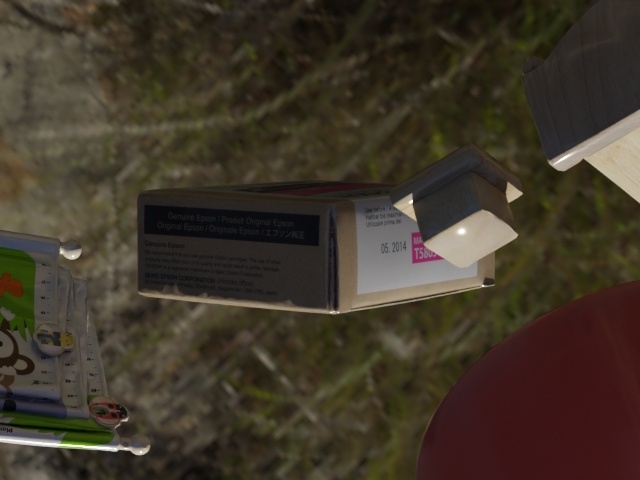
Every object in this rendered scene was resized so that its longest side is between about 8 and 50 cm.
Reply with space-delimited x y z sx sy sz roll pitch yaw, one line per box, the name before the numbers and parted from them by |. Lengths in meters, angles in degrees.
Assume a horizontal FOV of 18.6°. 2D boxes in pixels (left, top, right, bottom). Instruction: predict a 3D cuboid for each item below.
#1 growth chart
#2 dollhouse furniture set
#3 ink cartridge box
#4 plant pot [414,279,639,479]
growth chart | -0.234 0.068 1.457 0.172 0.237 0.021 4 133 -27
dollhouse furniture set | 0.245 -0.094 0.963 0.355 0.174 0.303 -30 143 22
ink cartridge box | 0.000 0.000 1.554 0.235 0.193 0.088 -6 97 -55
plant pot | 0.205 0.197 1.085 0.275 0.243 0.275 -7 133 -7
